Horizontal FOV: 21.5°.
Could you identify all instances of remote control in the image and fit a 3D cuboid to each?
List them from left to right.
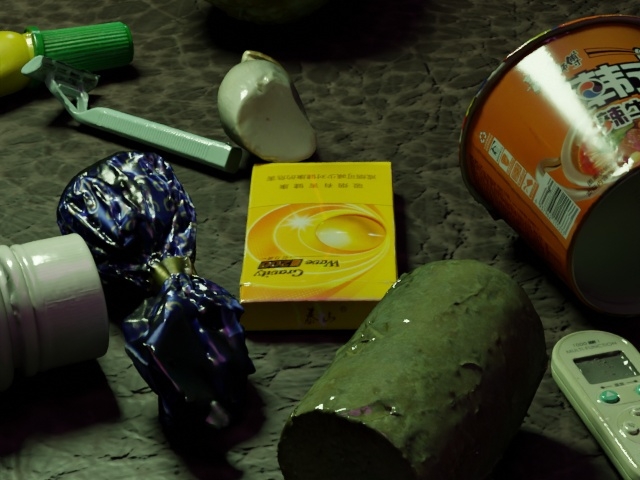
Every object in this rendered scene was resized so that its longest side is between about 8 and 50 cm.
[{"bbox_3d":[0.263,0.149,1.424,0.078,0.042,0.221,-10,32,-13],"label":"remote control"}]

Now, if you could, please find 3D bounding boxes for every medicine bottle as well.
[{"bbox_3d":[-0.313,0.074,1.471,0.237,0.139,0.139,-11,33,-20],"label":"medicine bottle"},{"bbox_3d":[-0.372,-0.211,1.990,0.309,0.076,0.111,-13,40,-18],"label":"medicine bottle"}]

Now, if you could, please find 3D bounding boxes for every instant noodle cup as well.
[{"bbox_3d":[0.279,-0.060,1.596,0.250,0.250,0.192,-11,41,-15],"label":"instant noodle cup"}]

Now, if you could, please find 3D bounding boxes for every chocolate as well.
[{"bbox_3d":[-0.132,0.053,1.517,0.126,0.148,0.343,-42,41,7],"label":"chocolate"}]

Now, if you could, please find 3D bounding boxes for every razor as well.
[{"bbox_3d":[-0.206,-0.130,1.887,0.278,0.056,0.111,27,5,29],"label":"razor"}]

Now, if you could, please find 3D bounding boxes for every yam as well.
[{"bbox_3d":[0.074,0.138,1.337,0.161,0.161,0.268,13,34,21],"label":"yam"}]

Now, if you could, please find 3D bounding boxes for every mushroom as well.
[{"bbox_3d":[-0.069,-0.153,1.868,0.093,0.116,0.225,-46,24,6],"label":"mushroom"}]

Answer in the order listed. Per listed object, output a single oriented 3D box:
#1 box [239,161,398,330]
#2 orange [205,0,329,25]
[{"bbox_3d":[0.000,0.000,1.671,0.152,0.043,0.269,-2,30,1],"label":"box"},{"bbox_3d":[-0.045,-0.397,2.152,0.271,0.210,0.368,-14,24,25],"label":"orange"}]
